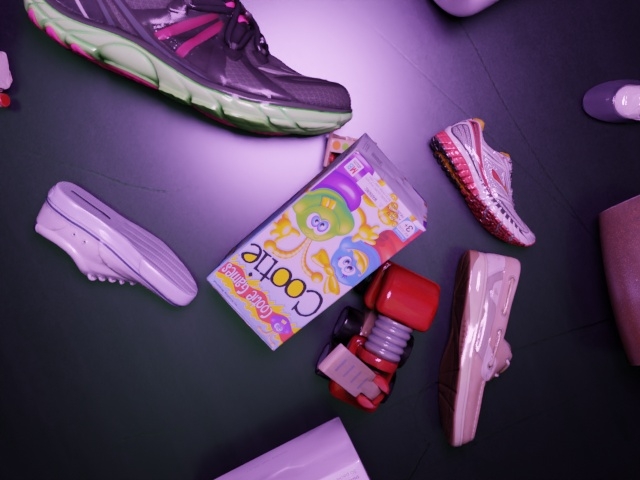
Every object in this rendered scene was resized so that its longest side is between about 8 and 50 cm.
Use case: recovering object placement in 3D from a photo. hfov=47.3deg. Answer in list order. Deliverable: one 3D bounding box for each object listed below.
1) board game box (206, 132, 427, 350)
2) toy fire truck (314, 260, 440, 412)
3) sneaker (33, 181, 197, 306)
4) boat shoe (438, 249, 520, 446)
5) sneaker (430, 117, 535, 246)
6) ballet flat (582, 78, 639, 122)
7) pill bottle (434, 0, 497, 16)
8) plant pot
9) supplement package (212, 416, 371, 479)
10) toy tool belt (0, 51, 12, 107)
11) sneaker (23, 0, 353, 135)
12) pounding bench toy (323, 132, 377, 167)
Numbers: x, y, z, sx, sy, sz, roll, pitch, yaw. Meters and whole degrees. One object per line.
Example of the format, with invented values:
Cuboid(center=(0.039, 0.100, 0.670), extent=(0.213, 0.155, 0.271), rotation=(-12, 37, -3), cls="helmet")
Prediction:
Cuboid(center=(0.000, 0.000, 1.026), extent=(0.275, 0.144, 0.142), rotation=(-39, 97, 18), cls="board game box")
Cuboid(center=(0.077, 0.138, 1.030), extent=(0.158, 0.246, 0.217), rotation=(26, 90, -7), cls="toy fire truck")
Cuboid(center=(-0.300, 0.022, 1.074), extent=(0.258, 0.094, 0.091), rotation=(38, 107, -2), cls="sneaker")
Cuboid(center=(0.249, 0.169, 1.124), extent=(0.098, 0.109, 0.303), rotation=(8, 87, -5), cls="boat shoe")
Cuboid(center=(0.267, -0.087, 1.118), extent=(0.092, 0.088, 0.225), rotation=(-34, 96, -4), cls="sneaker")
Cuboid(center=(0.519, -0.218, 1.146), extent=(0.203, 0.074, 0.074), rotation=(3, 93, -6), cls="ballet flat")
Cuboid(center=(0.320, -0.513, 1.029), extent=(0.407, 0.229, 0.229), rotation=(-32, 96, -4), cls="pill bottle")
Cuboid(center=(0.524, 0.041, 1.108), extent=(0.215, 0.215, 0.231), rotation=(-22, 82, -4), cls="plant pot")
Cuboid(center=(-0.045, 0.403, 1.054), extent=(0.261, 0.204, 0.145), rotation=(-27, 96, -4), cls="supplement package")
Cuboid(center=(-0.477, -0.231, 1.056), extent=(0.051, 0.052, 0.083), rotation=(-6, 91, 26), cls="toy tool belt")
Cuboid(center=(-0.163, -0.288, 1.014), extent=(0.482, 0.185, 0.202), rotation=(24, 94, -8), cls="sneaker")
Cuboid(center=(0.048, -0.129, 1.113), extent=(0.065, 0.083, 0.052), rotation=(12, 93, 25), cls="pounding bench toy")
